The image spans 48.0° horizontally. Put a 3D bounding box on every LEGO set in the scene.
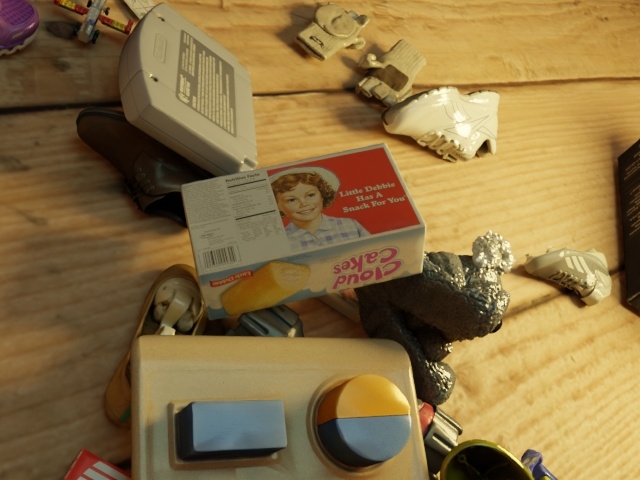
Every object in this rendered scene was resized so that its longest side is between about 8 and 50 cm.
[{"bbox_3d":[-0.330,-0.381,1.098,0.182,0.060,0.244,-27,72,-43],"label":"LEGO set"}]

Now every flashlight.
[{"bbox_3d":[0.028,0.178,0.886,0.304,0.103,0.103,39,4,1],"label":"flashlight"}]

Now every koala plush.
[{"bbox_3d":[0.177,0.076,0.992,0.221,0.196,0.203,-16,50,-45],"label":"koala plush"}]

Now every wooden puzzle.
[{"bbox_3d":[-0.018,0.247,0.707,0.322,0.080,0.347,4,60,-25],"label":"wooden puzzle"}]

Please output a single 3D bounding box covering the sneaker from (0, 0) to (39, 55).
[{"bbox_3d":[-0.473,-0.304,0.907,0.237,0.104,0.095,-3,58,-37],"label":"sneaker"}]

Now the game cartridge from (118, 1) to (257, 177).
[{"bbox_3d":[-0.180,-0.211,0.993,0.198,0.062,0.297,28,31,-28],"label":"game cartridge"}]

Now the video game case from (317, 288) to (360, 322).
[{"bbox_3d":[0.000,0.000,1.054,0.201,0.023,0.183,33,45,-9],"label":"video game case"}]

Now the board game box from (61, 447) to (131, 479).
[{"bbox_3d":[-0.181,0.310,0.674,0.194,0.045,0.146,32,45,-9],"label":"board game box"}]

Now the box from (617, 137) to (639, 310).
[{"bbox_3d":[0.897,0.006,1.471,0.480,0.297,0.471,32,43,-11],"label":"box"}]

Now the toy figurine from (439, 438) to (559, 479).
[{"bbox_3d":[0.262,0.366,0.908,0.363,0.191,0.217,41,15,-3],"label":"toy figurine"}]

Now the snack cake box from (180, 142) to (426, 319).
[{"bbox_3d":[-0.023,-0.015,0.867,0.265,0.089,0.152,-12,48,-8],"label":"snack cake box"}]

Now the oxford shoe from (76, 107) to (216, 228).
[{"bbox_3d":[-0.222,-0.089,0.929,0.227,0.083,0.096,33,47,-9],"label":"oxford shoe"}]

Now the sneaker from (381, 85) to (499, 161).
[{"bbox_3d":[0.236,-0.208,1.315,0.297,0.111,0.129,-8,87,-37],"label":"sneaker"}]

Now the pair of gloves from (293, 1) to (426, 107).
[{"bbox_3d":[0.079,-0.355,1.371,0.240,0.042,0.204,34,48,-5],"label":"pair of gloves"}]

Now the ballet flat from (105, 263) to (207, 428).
[{"bbox_3d":[-0.171,0.104,0.820,0.080,0.073,0.232,25,46,-13],"label":"ballet flat"}]

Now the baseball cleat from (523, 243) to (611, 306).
[{"bbox_3d":[0.455,0.064,1.285,0.206,0.072,0.109,-2,65,-31],"label":"baseball cleat"}]
